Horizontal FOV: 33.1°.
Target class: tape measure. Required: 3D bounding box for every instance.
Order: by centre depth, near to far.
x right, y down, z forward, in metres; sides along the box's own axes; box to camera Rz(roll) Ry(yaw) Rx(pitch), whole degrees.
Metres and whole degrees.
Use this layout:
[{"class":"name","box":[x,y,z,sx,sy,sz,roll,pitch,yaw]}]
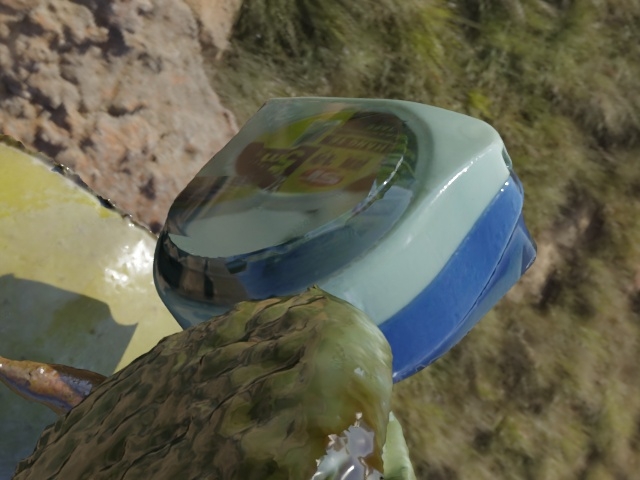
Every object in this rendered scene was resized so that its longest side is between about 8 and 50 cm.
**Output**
[{"class":"tape measure","box":[0.001,-0.002,0.839,0.262,0.259,0.138,-44,124,-32]}]

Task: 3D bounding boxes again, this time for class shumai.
[{"class":"shumai","box":[-0.024,0.222,0.483,0.330,0.292,0.288,-40,111,5]}]

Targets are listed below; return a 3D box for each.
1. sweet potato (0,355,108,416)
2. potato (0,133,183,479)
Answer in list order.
[{"class":"sweet potato","box":[-0.146,0.138,0.790,0.226,0.068,0.068,27,96,-4]},{"class":"potato","box":[-0.350,0.132,1.184,0.442,0.385,0.319,42,56,-9]}]
